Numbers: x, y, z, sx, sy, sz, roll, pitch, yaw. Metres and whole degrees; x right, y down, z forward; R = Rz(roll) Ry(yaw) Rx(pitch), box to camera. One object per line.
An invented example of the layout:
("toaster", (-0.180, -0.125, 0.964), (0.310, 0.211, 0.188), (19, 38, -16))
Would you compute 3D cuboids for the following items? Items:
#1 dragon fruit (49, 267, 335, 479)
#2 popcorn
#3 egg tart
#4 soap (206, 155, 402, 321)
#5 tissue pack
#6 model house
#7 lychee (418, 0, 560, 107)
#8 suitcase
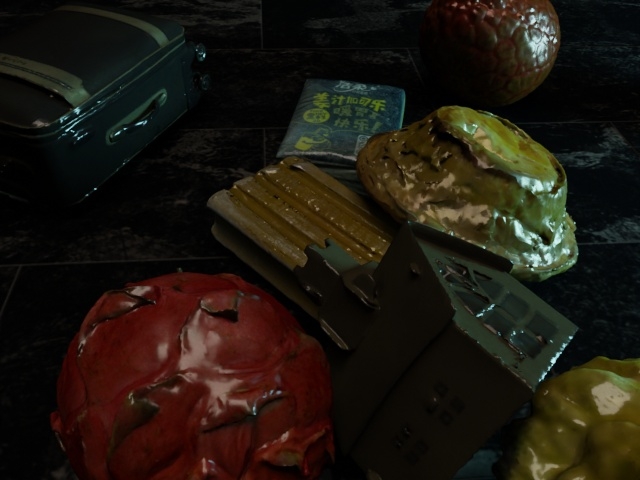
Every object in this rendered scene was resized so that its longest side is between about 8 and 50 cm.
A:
("dragon fruit", (-0.107, 0.146, 0.502), (0.252, 0.241, 0.241), (8, 41, 30))
("popcorn", (0.268, 0.224, 0.445), (0.252, 0.215, 0.286), (-28, 36, 34))
("egg tart", (0.218, -0.082, 0.765), (0.341, 0.129, 0.341), (19, 35, -14))
("soap", (0.000, 0.000, 0.757), (0.173, 0.089, 0.274), (-32, 53, -33))
("tissue pack", (0.042, -0.181, 0.958), (0.185, 0.081, 0.257), (9, 43, 6))
("model house", (0.088, 0.083, 0.566), (0.243, 0.211, 0.204), (41, 34, 21))
("lychee", (0.322, -0.376, 1.079), (0.255, 0.255, 0.300), (32, 17, 28))
("suitcase", (-0.395, -0.242, 0.926), (0.283, 0.194, 0.434), (17, 46, 15))
